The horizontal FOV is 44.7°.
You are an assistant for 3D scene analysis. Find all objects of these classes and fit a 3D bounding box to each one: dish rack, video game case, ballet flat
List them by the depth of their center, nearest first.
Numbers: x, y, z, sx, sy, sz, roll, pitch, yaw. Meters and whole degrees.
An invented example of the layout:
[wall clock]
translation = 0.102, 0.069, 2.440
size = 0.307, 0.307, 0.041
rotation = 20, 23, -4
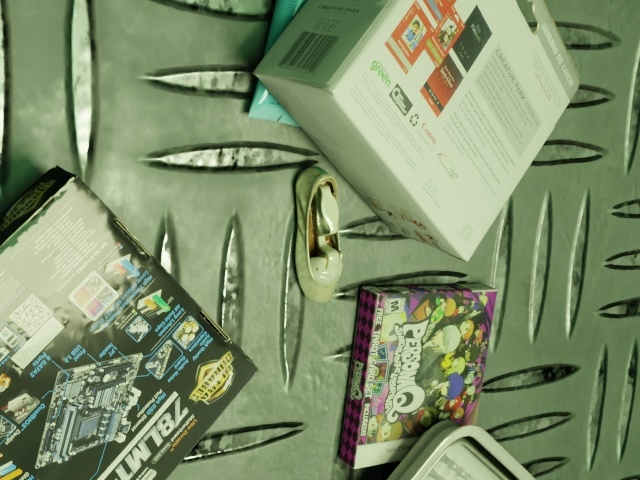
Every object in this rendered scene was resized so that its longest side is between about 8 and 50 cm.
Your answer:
[ballet flat]
translation = 0.000, 0.000, 0.892
size = 0.057, 0.052, 0.168
rotation = -17, 110, -29
[video game case]
translation = 0.131, 0.173, 1.025
size = 0.210, 0.041, 0.232
rotation = 2, 100, -34
[dish rack]
translation = 0.132, 0.402, 1.035
size = 0.333, 0.072, 0.285
rotation = -49, 127, -5

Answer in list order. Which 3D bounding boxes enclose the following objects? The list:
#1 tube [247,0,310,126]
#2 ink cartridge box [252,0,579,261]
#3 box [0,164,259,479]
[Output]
[tube]
translation = -0.024, -0.227, 0.829
size = 0.080, 0.052, 0.207
rotation = 5, 103, -32
[ink cartridge box]
translation = 0.126, -0.178, 0.858
size = 0.272, 0.130, 0.309
rotation = -54, 133, -11
[box]
translation = -0.243, 0.137, 0.717
size = 0.295, 0.073, 0.293
rotation = -49, 127, -16
